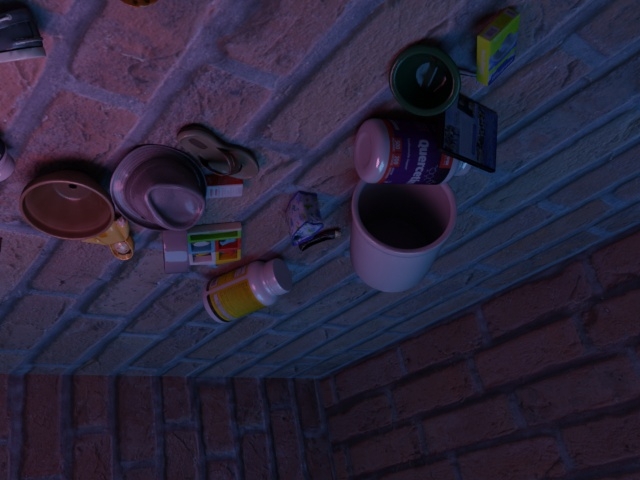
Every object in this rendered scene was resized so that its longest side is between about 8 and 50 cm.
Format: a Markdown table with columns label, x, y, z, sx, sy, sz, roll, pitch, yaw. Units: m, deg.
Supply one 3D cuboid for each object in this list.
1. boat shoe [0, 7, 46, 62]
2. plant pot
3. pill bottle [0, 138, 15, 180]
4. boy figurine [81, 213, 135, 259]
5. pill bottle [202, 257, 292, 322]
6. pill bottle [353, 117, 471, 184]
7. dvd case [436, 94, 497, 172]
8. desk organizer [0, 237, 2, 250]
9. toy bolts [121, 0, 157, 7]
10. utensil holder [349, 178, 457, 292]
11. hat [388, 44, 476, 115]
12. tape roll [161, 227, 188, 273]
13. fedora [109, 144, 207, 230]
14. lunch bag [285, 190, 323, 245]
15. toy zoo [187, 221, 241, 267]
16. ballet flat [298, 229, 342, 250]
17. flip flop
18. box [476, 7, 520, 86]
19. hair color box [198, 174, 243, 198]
| label | x | y | z | sx | sy | sz | roll | pitch | yaw |
| --- | --- | --- | --- | --- | --- | --- | --- | --- | --- |
| boat shoe | -0.702 | -0.389 | 1.106 | 0.320 | 0.116 | 0.099 | -4 | 110 | 0 |
| plant pot | -0.686 | -0.115 | 1.570 | 0.238 | 0.109 | 0.237 | -6 | 140 | -5 |
| pill bottle | -0.809 | -0.219 | 1.345 | 0.108 | 0.107 | 0.180 | -12 | 154 | 0 |
| boy figurine | -0.681 | -0.027 | 1.794 | 0.177 | 0.092 | 0.285 | -17 | 150 | 4 |
| pill bottle | -0.287 | 0.193 | 2.275 | 0.334 | 0.187 | 0.188 | -23 | 151 | 22 |
| pill bottle | 0.269 | -0.251 | 1.639 | 0.323 | 0.181 | 0.181 | -1 | 151 | -21 |
| dvd case | 0.416 | -0.305 | 1.606 | 0.253 | 0.180 | 0.022 | 12 | 169 | -39 |
| desk organizer | -1.057 | 0.012 | 1.758 | 0.130 | 0.050 | 0.047 | 13 | 144 | -39 |
| toy bolts | -0.257 | -0.518 | 1.013 | 0.229 | 0.158 | 0.218 | 5 | 110 | -11 |
| utensil holder | 0.260 | -0.029 | 1.921 | 0.328 | 0.327 | 0.385 | -10 | 156 | -4 |
| hat | 0.291 | -0.430 | 1.479 | 0.208 | 0.183 | 0.173 | 45 | 127 | -13 |
| tape roll | -0.455 | -0.006 | 1.781 | 0.072 | 0.219 | 0.219 | -4 | 152 | -17 |
| fedora | -0.421 | -0.119 | 1.567 | 0.243 | 0.124 | 0.275 | -48 | 135 | 0 |
| lunch bag | -0.065 | -0.070 | 1.917 | 0.096 | 0.128 | 0.151 | 8 | 146 | -34 |
| toy zoo | -0.385 | 0.024 | 2.079 | 0.193 | 0.030 | 0.293 | -6 | 153 | -11 |
| ballet flat | 0.000 | 0.000 | 2.167 | 0.173 | 0.049 | 0.057 | -17 | 154 | 10 |
| flip flop | -0.280 | -0.225 | 1.578 | 0.112 | 0.080 | 0.277 | -25 | 151 | 24 |
| box | 0.430 | -0.462 | 1.397 | 0.109 | 0.042 | 0.178 | -44 | 153 | -8 |
| hair color box | -0.308 | -0.163 | 1.728 | 0.141 | 0.043 | 0.072 | -5 | 152 | -15 |
